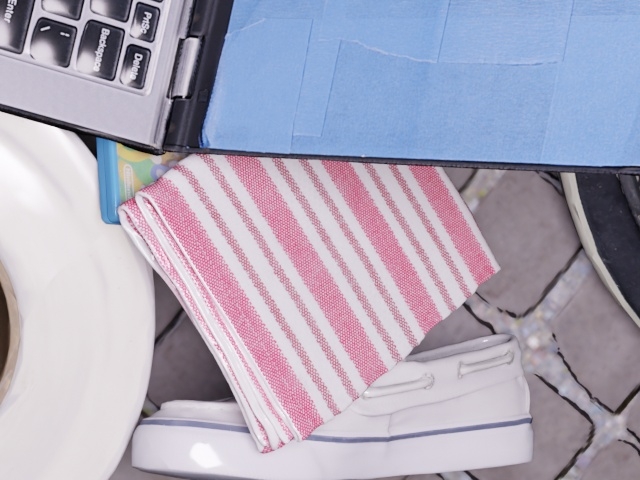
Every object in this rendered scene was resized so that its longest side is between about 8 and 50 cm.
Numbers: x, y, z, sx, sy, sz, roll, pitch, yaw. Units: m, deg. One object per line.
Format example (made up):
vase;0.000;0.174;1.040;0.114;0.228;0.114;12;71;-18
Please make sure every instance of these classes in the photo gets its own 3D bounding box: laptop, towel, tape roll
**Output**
laptop;-0.046;-0.246;0.742;0.408;0.236;0.382;15;79;-21
towel;0.000;0.000;0.878;0.197;0.029;0.144;-36;99;-42
tape roll;-0.227;0.037;0.873;0.286;0.100;0.286;-2;100;-14

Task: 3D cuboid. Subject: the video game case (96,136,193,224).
video game case;-0.043;-0.063;0.889;0.166;0.015;0.119;3;77;-41

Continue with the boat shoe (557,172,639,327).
boat shoe;0.301;0.064;0.986;0.187;0.156;0.500;-34;105;-4

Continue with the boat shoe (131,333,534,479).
boat shoe;0.009;0.084;0.929;0.258;0.095;0.084;2;84;-43
